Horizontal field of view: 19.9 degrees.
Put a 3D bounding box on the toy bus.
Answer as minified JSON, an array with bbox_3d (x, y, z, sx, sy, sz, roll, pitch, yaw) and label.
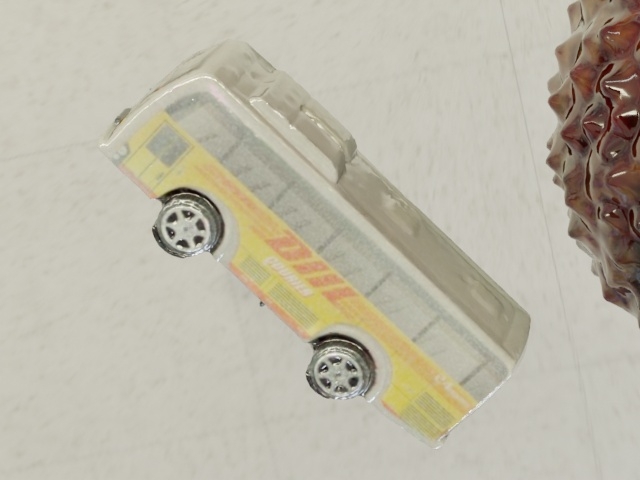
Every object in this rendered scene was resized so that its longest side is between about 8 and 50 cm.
[{"bbox_3d":[0.000,0.000,1.057,0.268,0.092,0.106,44,116,-6],"label":"toy bus"}]

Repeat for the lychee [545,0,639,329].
[{"bbox_3d":[0.372,-0.078,1.278,0.425,0.500,0.424,-4,115,-9],"label":"lychee"}]
